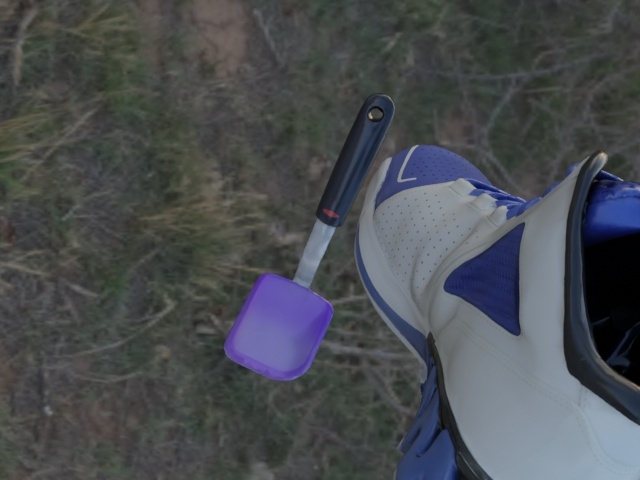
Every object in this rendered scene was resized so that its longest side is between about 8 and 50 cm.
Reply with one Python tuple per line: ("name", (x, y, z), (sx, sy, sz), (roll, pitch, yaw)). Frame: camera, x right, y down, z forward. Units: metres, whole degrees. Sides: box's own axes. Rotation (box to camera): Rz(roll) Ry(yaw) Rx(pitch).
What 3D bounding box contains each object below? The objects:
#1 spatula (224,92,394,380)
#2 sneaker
("spatula", (0.000, 0.000, 1.008), (0.296, 0.084, 0.030), (-65, 177, 25))
("sneaker", (0.123, 0.023, 0.577), (0.127, 0.182, 0.315), (26, 28, -20))
